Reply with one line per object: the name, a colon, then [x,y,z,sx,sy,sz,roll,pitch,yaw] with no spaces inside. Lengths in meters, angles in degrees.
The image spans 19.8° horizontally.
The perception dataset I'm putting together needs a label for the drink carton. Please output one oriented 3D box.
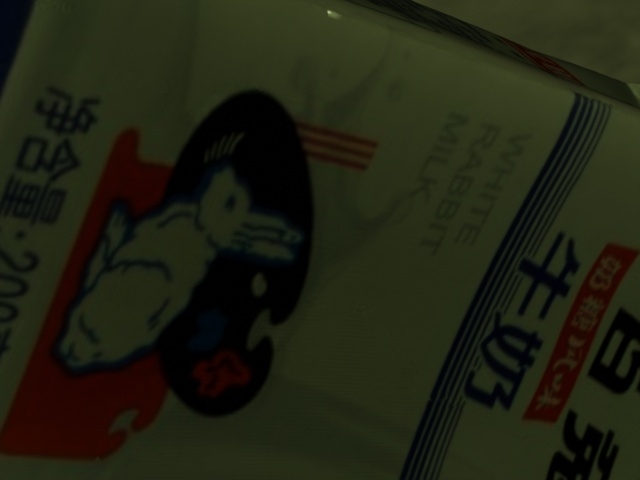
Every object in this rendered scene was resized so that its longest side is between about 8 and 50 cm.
drink carton: [0.000,0.000,0.455,0.106,0.315,0.130,34,106,42]
